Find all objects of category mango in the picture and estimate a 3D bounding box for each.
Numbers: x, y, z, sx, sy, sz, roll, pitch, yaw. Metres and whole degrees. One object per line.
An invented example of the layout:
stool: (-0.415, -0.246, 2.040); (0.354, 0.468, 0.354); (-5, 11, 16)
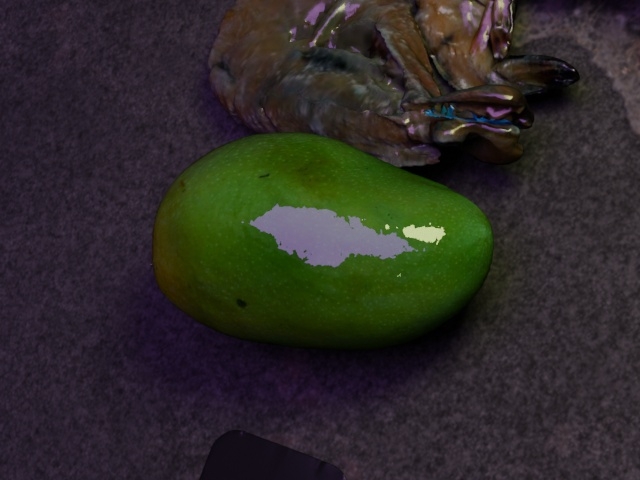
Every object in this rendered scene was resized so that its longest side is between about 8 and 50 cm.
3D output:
mango: (0.000, 0.000, 1.819); (0.382, 0.201, 0.225); (3, 65, 26)

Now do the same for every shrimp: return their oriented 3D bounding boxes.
shrimp: (0.052, -0.182, 1.918); (0.445, 0.110, 0.221); (26, 79, 38)
shrimp: (0.241, -0.252, 1.829); (0.365, 0.071, 0.233); (11, 94, 41)

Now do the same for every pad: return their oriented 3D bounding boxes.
pad: (-0.083, 0.344, 1.856); (0.181, 0.004, 0.267); (17, 82, 31)
